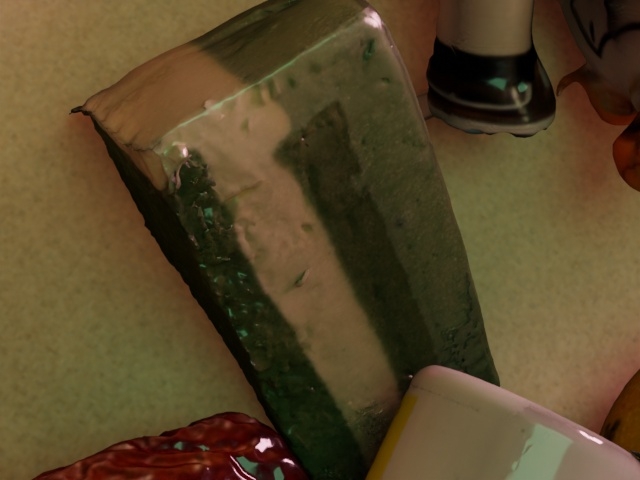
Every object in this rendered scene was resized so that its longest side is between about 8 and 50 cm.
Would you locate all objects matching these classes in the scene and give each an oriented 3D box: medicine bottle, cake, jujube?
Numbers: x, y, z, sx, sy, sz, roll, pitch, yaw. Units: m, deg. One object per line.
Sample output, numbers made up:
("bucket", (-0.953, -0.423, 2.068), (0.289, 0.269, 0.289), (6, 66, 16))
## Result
("medicine bottle", (0.065, 0.209, 0.912), (0.143, 0.143, 0.258), (26, 82, -11))
("cake", (0.002, 0.005, 0.921), (0.158, 0.172, 0.283), (-30, 93, -11))
("jujube", (-0.097, 0.185, 0.873), (0.236, 0.168, 0.168), (-40, 93, -22))

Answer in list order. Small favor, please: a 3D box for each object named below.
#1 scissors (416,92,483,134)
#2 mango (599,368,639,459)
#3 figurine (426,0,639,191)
("scissors", (0.059, -0.081, 1.036), (0.119, 0.014, 0.058), (-20, 93, -17))
("mango", (0.225, 0.167, 0.995), (0.157, 0.109, 0.262), (30, 78, -19))
("figurine", (0.219, -0.187, 1.007), (0.323, 0.196, 0.320), (-1, 71, -10))
